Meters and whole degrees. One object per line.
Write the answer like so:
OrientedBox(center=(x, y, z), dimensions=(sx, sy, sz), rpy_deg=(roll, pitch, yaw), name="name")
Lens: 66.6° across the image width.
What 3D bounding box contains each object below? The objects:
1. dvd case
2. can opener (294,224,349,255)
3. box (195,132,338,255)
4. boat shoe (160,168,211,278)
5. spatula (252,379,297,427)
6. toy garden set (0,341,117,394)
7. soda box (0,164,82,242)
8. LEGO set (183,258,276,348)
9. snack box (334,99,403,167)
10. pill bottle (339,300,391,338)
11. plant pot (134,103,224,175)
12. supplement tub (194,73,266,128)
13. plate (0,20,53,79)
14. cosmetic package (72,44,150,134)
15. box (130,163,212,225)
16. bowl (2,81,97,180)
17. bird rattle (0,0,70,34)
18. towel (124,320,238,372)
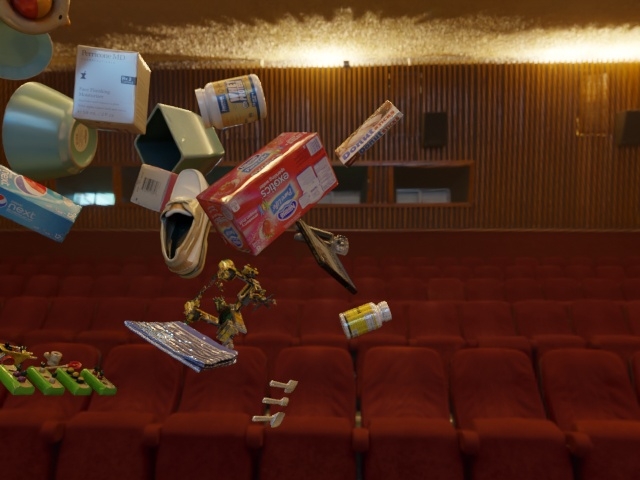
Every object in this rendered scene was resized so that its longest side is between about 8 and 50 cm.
OrientedBox(center=(0.022, 0.054, 1.479), dimensions=(0.022, 0.180, 0.253), rpy_deg=(-35, -36, 8), name="dvd case")
OrientedBox(center=(0.000, 0.000, 1.987), dimensions=(0.283, 0.076, 0.095), rpy_deg=(17, -15, -37), name="can opener")
OrientedBox(center=(-0.102, -0.103, 0.993), dimensions=(0.122, 0.257, 0.128), rpy_deg=(14, -41, 47), name="box")
OrientedBox(center=(-0.341, -0.061, 1.238), dimensions=(0.113, 0.302, 0.103), rpy_deg=(-10, -25, 9), name="boat shoe")
OrientedBox(center=(-0.148, 0.546, 1.633), dimensions=(0.019, 0.168, 0.242), rpy_deg=(24, -10, 23), name="spatula")
OrientedBox(center=(-0.643, 0.303, 1.171), dimensions=(0.203, 0.049, 0.244), rpy_deg=(20, -3, 36), name="toy garden set")
OrientedBox(center=(-0.625, -0.083, 1.025), dimensions=(0.210, 0.067, 0.071), rpy_deg=(31, -62, -26), name="soda box")
OrientedBox(center=(-0.354, 0.256, 1.863), dimensions=(0.255, 0.331, 0.192), rpy_deg=(45, 5, -34), name="LEGO set")
OrientedBox(center=(0.114, -0.255, 1.171), dimensions=(0.178, 0.064, 0.022), rpy_deg=(-42, -46, 14), name="snack box")
OrientedBox(center=(0.108, 0.187, 1.161), dimensions=(0.116, 0.065, 0.065), rpy_deg=(-19, -15, -5), name="pill bottle")
OrientedBox(center=(-0.534, -0.360, 1.919), dimensions=(0.252, 0.247, 0.248), rpy_deg=(-14, -19, -49), name="plant pot")
OrientedBox(center=(-0.282, -0.435, 1.538), dimensions=(0.199, 0.144, 0.144), rpy_deg=(-16, -13, -10), name="supplement tub")
OrientedBox(center=(-0.797, -0.504, 1.257), dimensions=(0.188, 0.024, 0.188), rpy_deg=(-27, -29, -16), name="plate")
OrientedBox(center=(-0.542, -0.388, 1.275), dimensions=(0.151, 0.184, 0.151), rpy_deg=(4, 2, -9), name="cosmetic package")
OrientedBox(center=(-0.451, -0.141, 1.551), dimensions=(0.148, 0.127, 0.232), rpy_deg=(18, 1, 32), name="box")
OrientedBox(center=(-0.823, -0.326, 1.534), dimensions=(0.163, 0.312, 0.311), rpy_deg=(9, -16, 0), name="bowl")
OrientedBox(center=(-0.613, -0.535, 1.008), dimensions=(0.143, 0.207, 0.253), rpy_deg=(20, 36, 23), name="bird rattle")
OrientedBox(center=(-0.372, 0.284, 1.366), dimensions=(0.243, 0.040, 0.336), rpy_deg=(27, -7, 9), name="towel")
